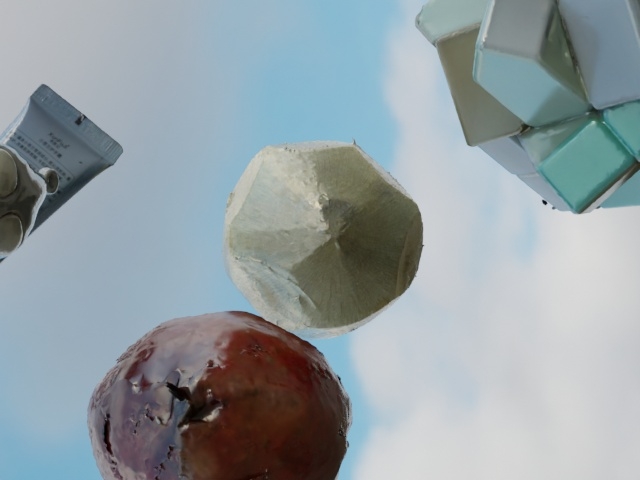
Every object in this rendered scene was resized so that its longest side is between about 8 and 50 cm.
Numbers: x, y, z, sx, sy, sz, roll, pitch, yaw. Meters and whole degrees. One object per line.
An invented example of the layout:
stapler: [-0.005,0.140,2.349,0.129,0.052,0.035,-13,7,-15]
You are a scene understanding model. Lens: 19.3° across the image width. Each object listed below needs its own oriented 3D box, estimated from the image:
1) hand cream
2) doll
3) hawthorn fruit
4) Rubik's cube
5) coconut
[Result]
hand cream: [-0.278,-0.006,1.521,0.271,0.091,0.058,-50,-6,-20]
doll: [-0.248,-0.024,1.293,0.227,0.075,0.102,-17,-70,-61]
hawthorn fruit: [-0.074,0.126,1.232,0.235,0.181,0.181,47,-136,-75]
Rubik's cube: [0.189,-0.139,1.348,0.213,0.224,0.265,36,-116,-33]
coconut: [-0.001,-0.003,1.477,0.162,0.161,0.161,105,168,-75]
